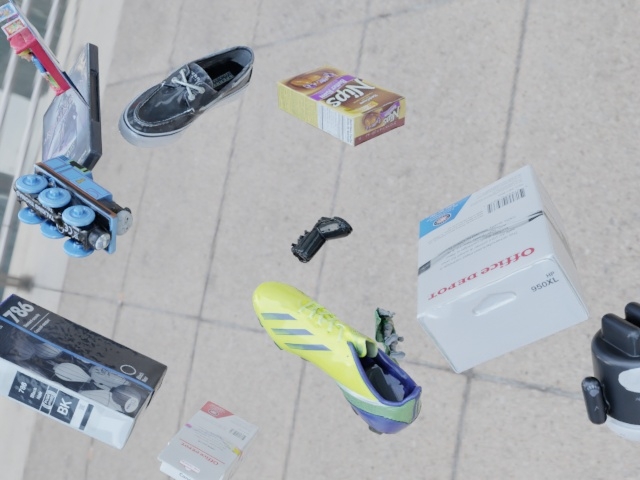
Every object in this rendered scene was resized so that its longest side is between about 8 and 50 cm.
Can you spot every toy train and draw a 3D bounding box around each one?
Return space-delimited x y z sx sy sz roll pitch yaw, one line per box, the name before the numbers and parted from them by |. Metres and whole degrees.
toy train | -0.343 -0.048 1.112 0.184 0.105 0.080 30 130 24

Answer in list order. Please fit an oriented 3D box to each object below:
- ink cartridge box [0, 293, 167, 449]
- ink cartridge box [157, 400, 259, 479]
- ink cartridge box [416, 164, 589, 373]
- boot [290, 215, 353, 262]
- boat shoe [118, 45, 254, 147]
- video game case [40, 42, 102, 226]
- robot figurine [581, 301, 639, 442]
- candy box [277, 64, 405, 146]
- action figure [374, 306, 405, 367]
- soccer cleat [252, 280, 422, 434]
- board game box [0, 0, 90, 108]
ink cartridge box | -0.401 0.171 1.154 0.165 0.332 0.065 -73 7 -70
ink cartridge box | -0.204 0.381 1.423 0.115 0.198 0.067 26 114 11
ink cartridge box | 0.357 0.049 1.633 0.285 0.166 0.395 -28 22 22
boot | 0.000 0.000 1.557 0.099 0.045 0.121 -47 25 -18
boat shoe | -0.232 -0.269 1.434 0.108 0.301 0.102 49 143 9
video game case | -0.429 -0.182 1.366 0.196 0.026 0.274 -45 44 33
robot figurine | 0.624 0.262 1.569 0.209 0.173 0.278 -6 117 20
candy box | 0.031 -0.215 1.251 0.186 0.109 0.053 34 138 39
action figure | 0.166 0.221 1.967 0.063 0.137 0.232 -20 15 4
soccer cleat | 0.026 0.141 1.098 0.289 0.093 0.121 42 141 17
board game box | -0.343 -0.222 0.965 0.033 0.169 0.133 -35 3 -6
